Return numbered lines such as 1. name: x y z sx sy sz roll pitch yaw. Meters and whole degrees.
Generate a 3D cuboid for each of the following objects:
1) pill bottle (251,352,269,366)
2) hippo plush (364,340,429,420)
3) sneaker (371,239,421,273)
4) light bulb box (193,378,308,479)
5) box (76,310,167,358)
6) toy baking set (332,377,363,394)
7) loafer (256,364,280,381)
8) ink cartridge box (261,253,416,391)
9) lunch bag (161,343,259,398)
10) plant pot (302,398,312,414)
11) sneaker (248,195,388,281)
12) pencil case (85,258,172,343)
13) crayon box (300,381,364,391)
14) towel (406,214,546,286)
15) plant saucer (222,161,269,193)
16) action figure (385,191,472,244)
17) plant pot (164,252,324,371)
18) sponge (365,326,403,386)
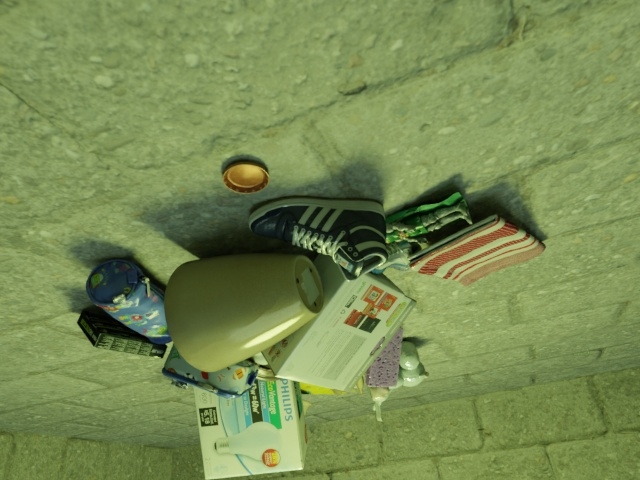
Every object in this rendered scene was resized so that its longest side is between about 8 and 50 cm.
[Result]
1. pill bottle: -0.126 0.311 1.379 0.162 0.162 0.278 -23 142 26
2. hippo plush: 0.288 0.510 1.709 0.237 0.294 0.234 -17 -179 -3
3. sneaker: 0.166 0.026 1.057 0.191 0.071 0.083 -3 142 -44
4. light bulb box: -0.252 0.662 1.712 0.361 0.357 0.225 -8 -179 2
5. box: -0.542 0.258 1.237 0.191 0.045 0.184 26 176 -43
6. toy baking set: 0.089 0.539 1.818 0.197 0.030 0.256 9 127 36
7. loafer: -0.102 0.393 1.588 0.366 0.134 0.130 3 129 -35
8. ink cartridge box: 0.045 0.200 1.113 0.272 0.130 0.309 30 100 -41
9. lunch bag: -0.294 0.363 1.281 0.243 0.115 0.303 19 171 4
10. plant pot: -0.237 0.815 1.966 0.334 0.305 0.334 15 158 6
11. sneaker: 0.000 0.000 0.898 0.282 0.153 0.099 -2 148 -7
12. pencil case: -0.433 0.154 1.106 0.133 0.119 0.306 -11 149 3
13. crayon box: 0.004 0.619 2.004 0.319 0.081 0.202 9 146 -26
14. towel: 0.385 0.036 1.097 0.237 0.037 0.329 -31 150 32
15. plant saucer: -0.134 -0.114 0.818 0.084 0.013 0.083 -4 149 -3
16. action figure: 0.204 -0.031 0.983 0.232 0.063 0.137 -18 151 25
17. plant pot: -0.140 0.129 0.979 0.274 0.256 0.256 -19 147 22
18. sponge: 0.222 0.402 1.576 0.117 0.210 0.031 7 180 -23
